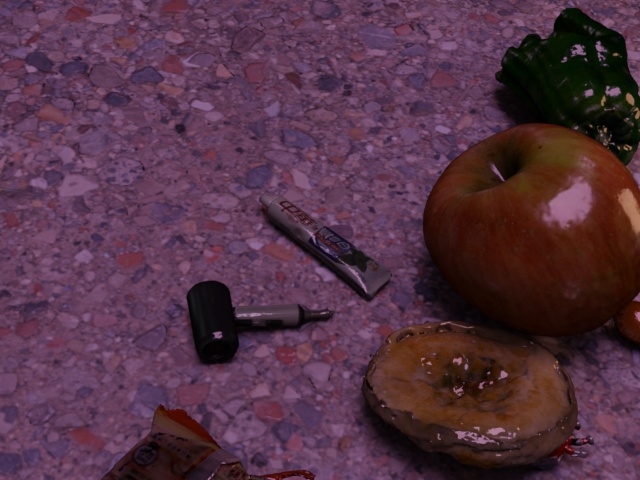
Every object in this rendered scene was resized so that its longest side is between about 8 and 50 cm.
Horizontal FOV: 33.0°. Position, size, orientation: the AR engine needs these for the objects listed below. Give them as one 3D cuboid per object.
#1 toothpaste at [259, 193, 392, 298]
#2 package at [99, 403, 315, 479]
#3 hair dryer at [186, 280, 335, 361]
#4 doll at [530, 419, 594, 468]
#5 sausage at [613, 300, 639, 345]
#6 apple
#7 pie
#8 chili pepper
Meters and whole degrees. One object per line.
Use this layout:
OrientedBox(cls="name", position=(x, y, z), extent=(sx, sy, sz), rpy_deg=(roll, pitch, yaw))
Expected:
OrientedBox(cls="toothpaste", position=(0.000, 0.000, 1.534), extent=(0.233, 0.038, 0.060), rpy_deg=(37, 54, 22))
OrientedBox(cls="package", position=(-0.168, 0.304, 1.162), extent=(0.223, 0.108, 0.288), rpy_deg=(26, 50, 19))
OrientedBox(cls="hair dryer", position=(-0.072, 0.103, 1.417), extent=(0.197, 0.057, 0.100), rpy_deg=(-2, 47, -18))
OrientedBox(cls="doll", position=(0.279, 0.253, 1.323), extent=(0.114, 0.039, 0.057), rpy_deg=(-18, 79, -24))
OrientedBox(cls="sausage", position=(0.477, 0.129, 1.463), extent=(0.183, 0.054, 0.062), rpy_deg=(19, 78, 8))
OrientedBox(cls="apple", position=(0.292, -0.005, 1.435), extent=(0.277, 0.250, 0.309), rpy_deg=(-32, 27, 10))
OrientedBox(cls="pie", position=(0.184, 0.183, 1.341), extent=(0.274, 0.055, 0.274), rpy_deg=(2, 30, -1))
OrientedBox(cls="chili pepper", position=(0.417, -0.270, 1.752), extent=(0.213, 0.167, 0.385), rpy_deg=(18, 33, -17))
